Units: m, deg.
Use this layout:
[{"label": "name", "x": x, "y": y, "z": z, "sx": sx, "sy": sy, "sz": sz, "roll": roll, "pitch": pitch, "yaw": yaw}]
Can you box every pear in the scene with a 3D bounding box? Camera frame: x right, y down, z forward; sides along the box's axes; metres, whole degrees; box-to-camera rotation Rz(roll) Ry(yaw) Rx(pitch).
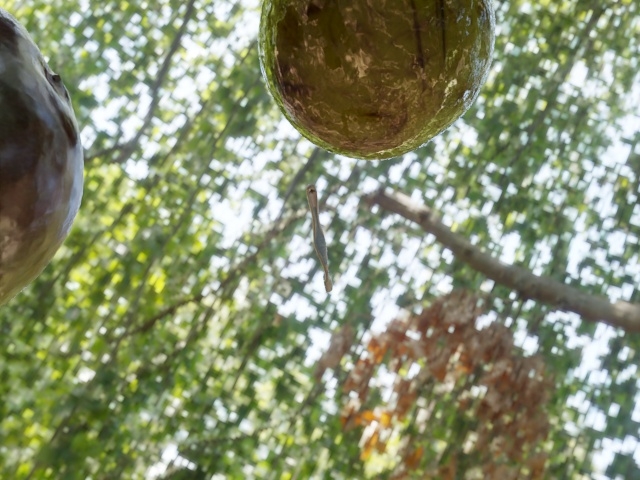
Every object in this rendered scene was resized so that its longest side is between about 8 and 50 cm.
[{"label": "pear", "x": 0.057, "y": -0.233, "z": 1.233, "sx": 0.283, "sy": 0.284, "sz": 0.284, "roll": 21, "pitch": -29, "yaw": 12}]

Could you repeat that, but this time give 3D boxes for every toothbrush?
[{"label": "toothbrush", "x": 0.000, "y": 0.000, "z": 1.210, "sx": 0.162, "sy": 0.014, "sz": 0.017, "roll": 81, "pitch": -16, "yaw": -46}]

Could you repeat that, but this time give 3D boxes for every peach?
[{"label": "peach", "x": -0.288, "y": -0.059, "z": 0.777, "sx": 0.252, "sy": 0.252, "sz": 0.252, "roll": 21, "pitch": -29, "yaw": 12}]
